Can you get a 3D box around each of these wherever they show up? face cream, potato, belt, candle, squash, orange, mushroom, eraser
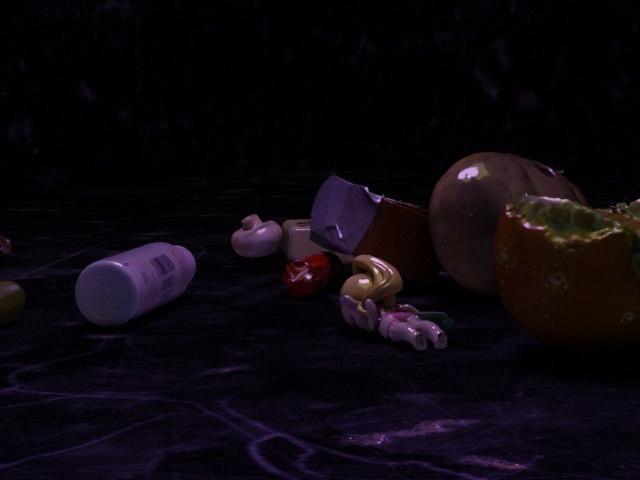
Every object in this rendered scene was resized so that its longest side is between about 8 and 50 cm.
[{"bbox_3d":[-0.217,0.047,1.734,0.082,0.082,0.269,1,7,12],"label":"face cream"},{"bbox_3d":[0.250,-0.021,1.837,0.296,0.192,0.141,-5,-11,-45],"label":"potato"},{"bbox_3d":[0.079,-0.014,1.946,0.184,0.105,0.261,20,2,-13],"label":"belt"},{"bbox_3d":[-0.014,0.046,1.866,0.052,0.052,0.130,2,7,20],"label":"candle"},{"bbox_3d":[-0.387,0.078,1.599,0.052,0.052,0.183,1,6,15],"label":"squash"},{"bbox_3d":[0.275,0.034,1.428,0.179,0.159,0.237,10,7,30],"label":"orange"},{"bbox_3d":[-0.102,-0.006,2.257,0.083,0.067,0.083,-20,12,4],"label":"mushroom"},{"bbox_3d":[0.000,0.000,2.243,0.117,0.058,0.172,-1,6,-5],"label":"eraser"}]

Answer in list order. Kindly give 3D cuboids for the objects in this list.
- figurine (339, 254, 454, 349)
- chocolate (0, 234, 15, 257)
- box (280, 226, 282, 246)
[{"bbox_3d":[0.078,0.073,1.529,0.083,0.083,0.187,-3,16,-24],"label":"figurine"},{"bbox_3d":[-0.586,0.014,2.160,0.102,0.065,0.329,0,5,16],"label":"chocolate"},{"bbox_3d":[-0.058,-0.006,2.476,0.090,0.023,0.133,-8,9,-35],"label":"box"}]
